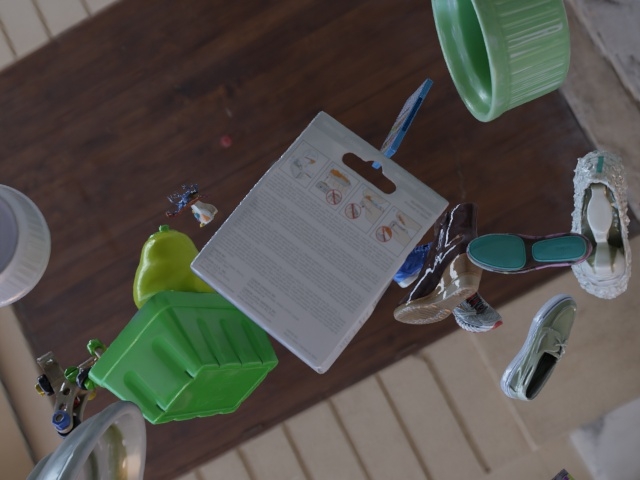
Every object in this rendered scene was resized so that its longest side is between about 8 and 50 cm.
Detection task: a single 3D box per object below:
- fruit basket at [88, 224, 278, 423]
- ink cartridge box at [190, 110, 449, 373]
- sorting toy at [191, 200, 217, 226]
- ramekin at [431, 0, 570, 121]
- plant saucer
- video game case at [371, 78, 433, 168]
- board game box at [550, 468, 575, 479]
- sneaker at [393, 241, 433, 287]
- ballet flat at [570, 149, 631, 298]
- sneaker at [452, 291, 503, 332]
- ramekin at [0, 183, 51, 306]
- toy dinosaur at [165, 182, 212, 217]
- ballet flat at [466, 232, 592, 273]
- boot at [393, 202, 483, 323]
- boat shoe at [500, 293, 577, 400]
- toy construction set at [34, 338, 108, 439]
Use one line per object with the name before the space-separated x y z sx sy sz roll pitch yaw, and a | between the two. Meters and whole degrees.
fruit basket | -0.302 0.171 1.822 0.392 0.283 0.392 38 -165 -12
ink cartridge box | 0.000 0.000 1.600 0.308 0.385 0.091 37 172 13
sorting toy | -0.285 -0.076 2.041 0.075 0.045 0.083 50 -172 -9
ramekin | 0.311 -0.373 1.514 0.303 0.148 0.303 162 90 -88
plant saucer | -0.369 0.420 1.259 0.400 0.101 0.400 13 -90 -83
video game case | 0.158 -0.225 1.684 0.015 0.166 0.119 31 163 -7
board game box | 0.453 0.661 1.788 0.208 0.347 0.056 47 163 19
sneaker | 0.204 0.028 1.898 0.084 0.152 0.058 42 -156 -12
ballet flat | 0.642 -0.009 2.011 0.147 0.147 0.408 -109 3 -61
sneaker | 0.359 0.152 2.156 0.225 0.088 0.092 35 138 43
ramekin | -0.703 0.002 1.782 0.272 0.273 0.127 62 173 7
toy dinosaur | -0.266 -0.071 1.685 0.090 0.082 0.047 33 -151 21
ballet flat | 0.383 0.025 1.592 0.079 0.222 0.076 34 -127 -67
boot | 0.249 0.053 1.834 0.090 0.248 0.206 25 -128 -28
boat shoe | 0.569 0.274 2.179 0.109 0.302 0.094 36 172 -30
toy construction set | -0.555 0.346 2.156 0.237 0.257 0.309 38 -176 38
